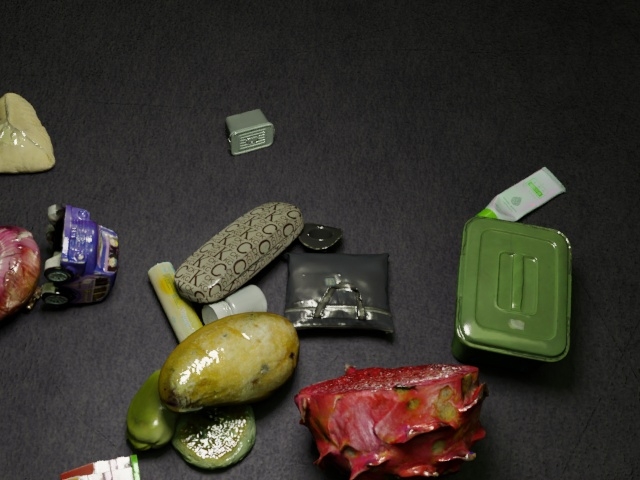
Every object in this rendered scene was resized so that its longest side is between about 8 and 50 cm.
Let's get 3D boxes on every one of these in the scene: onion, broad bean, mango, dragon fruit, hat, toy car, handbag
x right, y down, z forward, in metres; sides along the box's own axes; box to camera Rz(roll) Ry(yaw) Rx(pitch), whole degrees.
[{"bbox_3d":[-0.681,0.082,1.837,0.230,0.163,0.230,-17,60,33],"label":"onion"},{"bbox_3d":[-0.339,0.351,1.758,0.124,0.082,0.175,-4,48,26],"label":"broad bean"},{"bbox_3d":[-0.190,0.254,1.756,0.329,0.176,0.176,-14,32,-26],"label":"mango"},{"bbox_3d":[0.143,0.367,1.670,0.386,0.371,0.249,-7,86,-20],"label":"dragon fruit"},{"bbox_3d":[0.000,0.000,1.999,0.121,0.050,0.121,-2,30,1],"label":"hat"},{"bbox_3d":[-0.516,0.033,1.837,0.157,0.235,0.172,4,61,-18],"label":"toy car"},{"bbox_3d":[0.040,0.117,1.929,0.254,0.089,0.211,1,56,-5],"label":"handbag"}]

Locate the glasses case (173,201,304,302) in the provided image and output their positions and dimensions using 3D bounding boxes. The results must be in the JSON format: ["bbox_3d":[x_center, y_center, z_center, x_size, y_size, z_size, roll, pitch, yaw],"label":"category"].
[{"bbox_3d":[-0.178,0.021,1.919,0.137,0.085,0.354,16,43,37],"label":"glasses case"}]

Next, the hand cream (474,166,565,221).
[{"bbox_3d":[0.500,-0.099,2.128,0.275,0.050,0.079,-30,96,-25],"label":"hand cream"}]

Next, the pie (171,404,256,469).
[{"bbox_3d":[-0.225,0.386,1.778,0.186,0.041,0.187,2,61,-4],"label":"pie"}]

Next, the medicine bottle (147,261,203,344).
[{"bbox_3d":[-0.314,0.152,1.881,0.073,0.074,0.218,-22,64,-17],"label":"medicine bottle"}]

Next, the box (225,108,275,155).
[{"bbox_3d":[-0.181,-0.274,2.121,0.122,0.084,0.069,-17,57,-16],"label":"box"}]

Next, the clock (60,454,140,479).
[{"bbox_3d":[-0.484,0.554,1.591,0.309,0.166,0.235,-6,62,-18],"label":"clock"}]

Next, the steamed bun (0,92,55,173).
[{"bbox_3d":[-0.760,-0.266,2.036,0.231,0.110,0.213,-4,62,-12],"label":"steamed bun"}]

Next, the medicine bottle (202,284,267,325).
[{"bbox_3d":[-0.189,0.152,1.868,0.130,0.080,0.080,-19,64,-37],"label":"medicine bottle"}]

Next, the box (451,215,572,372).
[{"bbox_3d":[0.417,0.133,1.916,0.252,0.178,0.329,12,59,-1],"label":"box"}]
